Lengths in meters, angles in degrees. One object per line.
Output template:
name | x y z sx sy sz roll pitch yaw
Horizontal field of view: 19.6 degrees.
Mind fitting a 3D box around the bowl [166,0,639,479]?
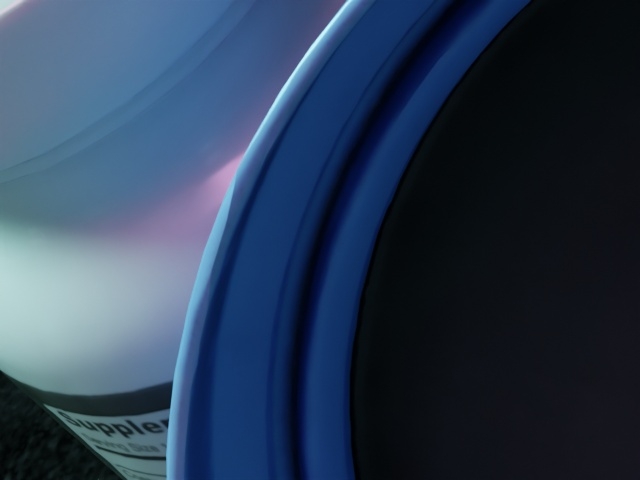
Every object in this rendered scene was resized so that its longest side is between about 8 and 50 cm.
bowl | 0.158 0.067 0.440 0.391 0.391 0.077 -23 12 22

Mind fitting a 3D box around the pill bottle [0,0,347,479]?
pill bottle | 0.000 0.000 0.631 0.210 0.363 0.210 -23 40 22
